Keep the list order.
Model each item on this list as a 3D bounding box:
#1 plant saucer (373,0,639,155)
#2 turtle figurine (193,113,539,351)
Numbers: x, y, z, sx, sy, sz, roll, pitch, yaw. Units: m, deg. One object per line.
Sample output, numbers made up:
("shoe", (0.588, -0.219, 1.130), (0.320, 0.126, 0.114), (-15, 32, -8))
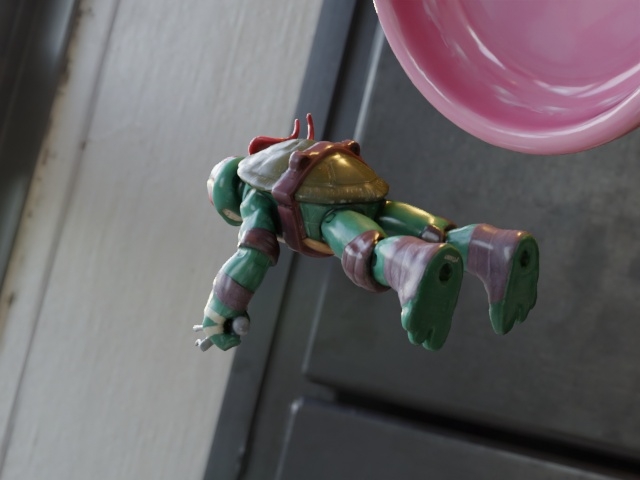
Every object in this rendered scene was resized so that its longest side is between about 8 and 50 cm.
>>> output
("plant saucer", (0.175, -0.233, 1.013), (0.084, 0.332, 0.332), (-16, 15, -41))
("turtle figurine", (0.000, 0.000, 0.776), (0.234, 0.118, 0.175), (16, 33, 41))
